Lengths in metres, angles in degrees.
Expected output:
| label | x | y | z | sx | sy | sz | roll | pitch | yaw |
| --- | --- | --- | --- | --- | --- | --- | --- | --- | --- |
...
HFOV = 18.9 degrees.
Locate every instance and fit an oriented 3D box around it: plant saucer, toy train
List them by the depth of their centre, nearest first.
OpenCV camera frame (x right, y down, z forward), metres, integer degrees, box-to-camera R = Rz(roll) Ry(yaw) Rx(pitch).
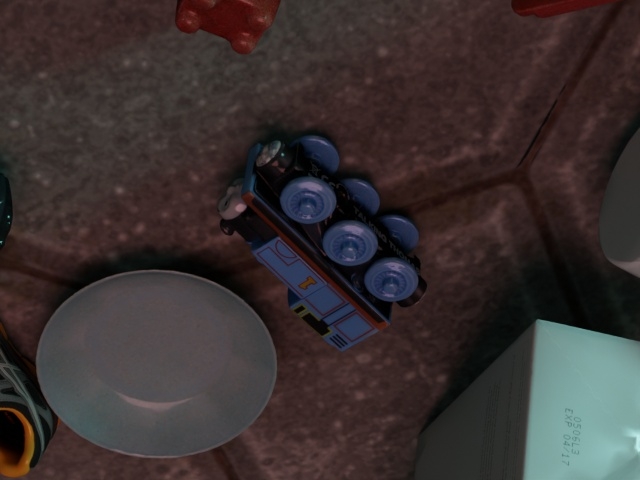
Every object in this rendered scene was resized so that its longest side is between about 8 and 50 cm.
| label | x | y | z | sx | sy | sz | roll | pitch | yaw |
| --- | --- | --- | --- | --- | --- | --- | --- | --- | --- |
| toy train | 0.000 | 0.000 | 1.483 | 0.105 | 0.080 | 0.184 | -33 | 120 | 26 |
| plant saucer | -0.132 | 0.093 | 1.565 | 0.195 | 0.037 | 0.195 | -1 | 125 | -2 |

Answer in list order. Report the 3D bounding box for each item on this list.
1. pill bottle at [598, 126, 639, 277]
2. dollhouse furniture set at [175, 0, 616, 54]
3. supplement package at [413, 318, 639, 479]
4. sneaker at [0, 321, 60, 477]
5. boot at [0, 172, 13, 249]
| label | x | y | z | sx | sy | sz | roll | pitch | yaw |
| --- | --- | --- | --- | --- | --- | --- | --- | --- | --- |
| pill bottle | 0.384 | 0.020 | 1.442 | 0.334 | 0.188 | 0.188 | 25 | 120 | -18 |
| dollhouse furniture set | 0.030 | -0.246 | 1.281 | 0.374 | 0.152 | 0.201 | -9 | 145 | 33 |
| supplement package | 0.190 | 0.205 | 1.499 | 0.175 | 0.178 | 0.293 | 12 | 155 | -11 |
| sneaker | -0.285 | 0.104 | 1.540 | 0.084 | 0.083 | 0.215 | -32 | 118 | 21 |
| boot | -0.326 | -0.063 | 1.419 | 0.207 | 0.094 | 0.246 | 11 | 111 | -22 |
